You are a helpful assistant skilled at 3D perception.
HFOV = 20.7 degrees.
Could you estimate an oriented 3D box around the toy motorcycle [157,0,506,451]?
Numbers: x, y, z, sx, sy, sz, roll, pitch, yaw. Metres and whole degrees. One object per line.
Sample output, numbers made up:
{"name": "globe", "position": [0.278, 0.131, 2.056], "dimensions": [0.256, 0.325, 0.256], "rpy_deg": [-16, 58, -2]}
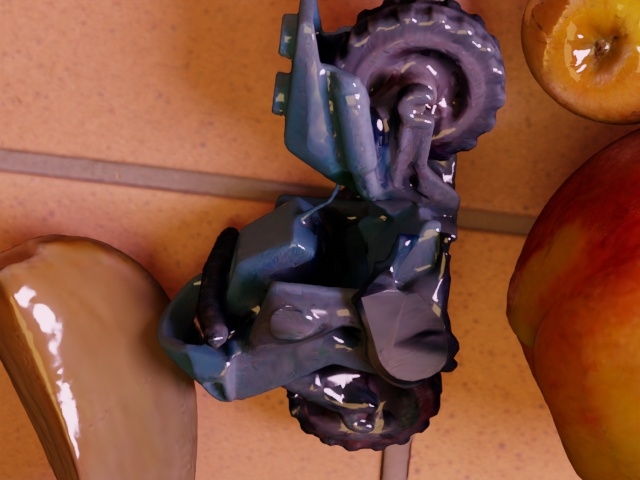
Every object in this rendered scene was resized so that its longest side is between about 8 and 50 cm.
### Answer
{"name": "toy motorcycle", "position": [0.000, 0.000, 1.323], "dimensions": [0.232, 0.172, 0.416], "rpy_deg": [7, 128, -3]}

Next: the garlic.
{"name": "garlic", "position": [-0.190, 0.162, 1.405], "dimensions": [0.151, 0.196, 0.338], "rpy_deg": [-11, 92, 23]}

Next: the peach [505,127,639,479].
{"name": "peach", "position": [0.303, 0.050, 1.244], "dimensions": [0.332, 0.308, 0.308], "rpy_deg": [-13, 116, 7]}

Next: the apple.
{"name": "apple", "position": [0.215, -0.149, 1.237], "dimensions": [0.146, 0.146, 0.146], "rpy_deg": [3, 119, 6]}
